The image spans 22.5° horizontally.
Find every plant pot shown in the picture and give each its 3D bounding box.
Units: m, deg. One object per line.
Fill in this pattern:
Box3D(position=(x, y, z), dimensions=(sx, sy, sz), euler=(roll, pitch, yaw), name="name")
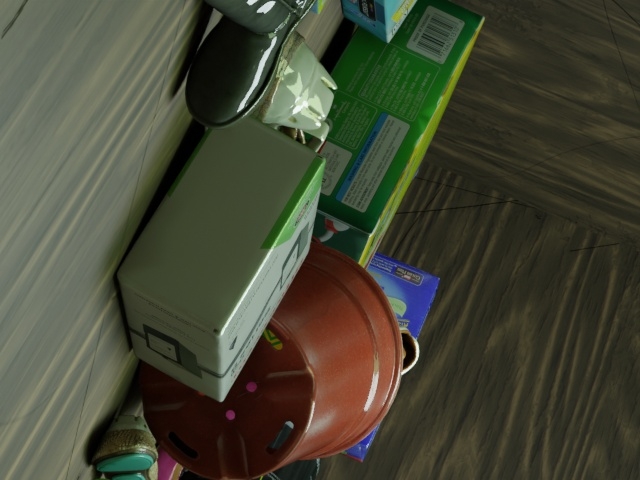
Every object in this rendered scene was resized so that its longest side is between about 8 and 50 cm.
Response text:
Box3D(position=(-0.066, 0.148, 1.843), dimensions=(0.272, 0.272, 0.265), euler=(-68, 168, 12), name="plant pot")

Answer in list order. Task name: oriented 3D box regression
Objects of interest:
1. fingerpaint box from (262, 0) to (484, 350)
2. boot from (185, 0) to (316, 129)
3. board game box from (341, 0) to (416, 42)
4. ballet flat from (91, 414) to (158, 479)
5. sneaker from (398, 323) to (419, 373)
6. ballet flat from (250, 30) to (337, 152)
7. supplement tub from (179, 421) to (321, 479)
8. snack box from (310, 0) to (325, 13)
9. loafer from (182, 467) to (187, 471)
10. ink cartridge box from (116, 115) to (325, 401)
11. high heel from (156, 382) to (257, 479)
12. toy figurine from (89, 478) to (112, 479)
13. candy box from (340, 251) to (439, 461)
Box3D(position=(0.040, -0.093, 2.290), dimensions=(0.445, 0.163, 0.371), euler=(-61, 175, -35), name="fingerpaint box")
Box3D(position=(-0.066, -0.179, 1.258), dimensions=(0.190, 0.076, 0.208), euler=(-61, 175, 4), name="boot")
Box3D(position=(0.121, -0.401, 2.018), dimensions=(0.254, 0.079, 0.336), euler=(-57, 175, -2), name="board game box")
Box3D(position=(-0.211, 0.225, 1.741), dimensions=(0.206, 0.073, 0.067), euler=(109, -22, -69), name="ballet flat")
Box3D(position=(0.078, 0.157, 2.359), dimensions=(0.290, 0.123, 0.106), euler=(-53, 168, -85), name="sneaker")
Box3D(position=(-0.039, -0.136, 1.556), dimensions=(0.316, 0.106, 0.108), euler=(98, 18, -73), name="ballet flat")
Box3D(position=(-0.141, 0.409, 2.458), dimensions=(0.338, 0.207, 0.207), euler=(-62, 173, -45), name="supplement tub")
Box3D(position=(0.013, -0.331, 1.422), dimensions=(0.174, 0.070, 0.207), euler=(96, 16, -73), name="snack box")
Box3D(position=(-0.096, 0.214, 2.390), dimensions=(0.366, 0.130, 0.134), euler=(-57, 174, -46), name="loafer")
Box3D(position=(-0.095, 0.021, 1.565), dimensions=(0.198, 0.114, 0.273), euler=(-60, 174, -17), name="ink cartridge box")
Box3D(position=(-0.161, 0.290, 2.194), dimensions=(0.082, 0.117, 0.244), euler=(90, 24, -79), name="high heel")
Box3D(position=(-0.250, 0.350, 1.731), dimensions=(0.159, 0.130, 0.173), euler=(139, -47, -69), name="toy figurine")
Box3D(position=(0.012, 0.166, 2.643), dimensions=(0.122, 0.268, 0.317), euler=(93, 21, -67), name="candy box")
